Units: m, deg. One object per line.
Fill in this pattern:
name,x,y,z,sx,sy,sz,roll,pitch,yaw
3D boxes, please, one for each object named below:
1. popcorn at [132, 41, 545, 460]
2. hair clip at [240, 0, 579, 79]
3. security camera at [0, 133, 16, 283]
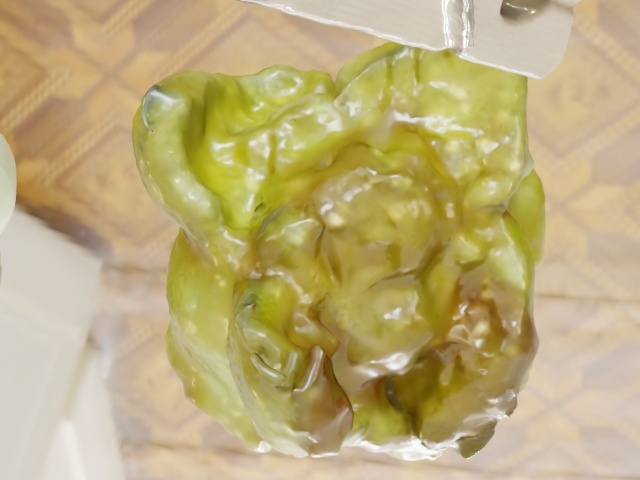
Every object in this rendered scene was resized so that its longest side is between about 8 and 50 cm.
popcorn,0.002,-0.009,1.289,0.325,0.321,0.290,25,168,-19
hair clip,0.039,-0.138,0.795,0.085,0.330,0.101,45,109,21
security camera,-0.386,0.005,1.759,0.194,0.236,0.195,-1,138,-1
